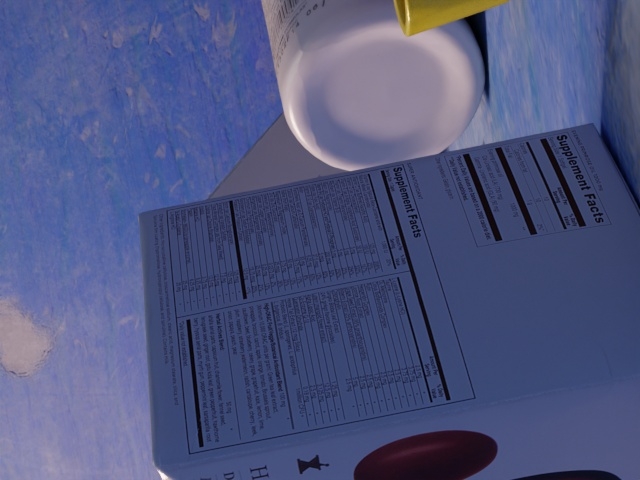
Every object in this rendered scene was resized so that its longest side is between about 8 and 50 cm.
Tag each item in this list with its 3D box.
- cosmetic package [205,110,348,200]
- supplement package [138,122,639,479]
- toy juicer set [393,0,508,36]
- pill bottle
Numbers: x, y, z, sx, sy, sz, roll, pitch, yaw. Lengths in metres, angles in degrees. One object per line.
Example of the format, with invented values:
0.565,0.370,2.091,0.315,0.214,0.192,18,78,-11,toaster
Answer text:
-0.002,-0.009,1.325,0.197,0.155,0.365,40,178,-1,cosmetic package
0.042,0.084,0.590,0.149,0.203,0.194,-103,2,-49,supplement package
0.028,-0.289,0.723,0.209,0.089,0.329,81,179,-60,toy juicer set
0.026,-0.164,0.932,0.229,0.131,0.131,-102,2,-48,pill bottle
